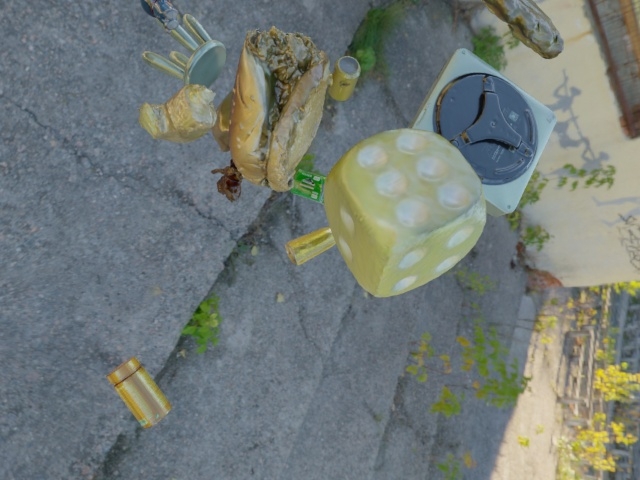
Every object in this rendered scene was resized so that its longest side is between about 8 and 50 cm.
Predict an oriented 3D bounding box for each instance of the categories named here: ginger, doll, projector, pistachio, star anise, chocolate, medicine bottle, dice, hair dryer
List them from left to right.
[{"bbox_3d":[-0.529,0.443,1.273,0.096,0.096,0.192,-40,98,-42],"label":"medicine bottle"},{"bbox_3d":[-0.465,-0.678,1.259,0.085,0.114,0.152,-29,68,-31],"label":"doll"},{"bbox_3d":[-0.403,-0.358,1.265,0.152,0.267,0.138,19,53,-75],"label":"ginger"},{"bbox_3d":[-0.297,-0.223,1.498,0.111,0.212,0.196,34,20,-31],"label":"star anise"},{"bbox_3d":[-0.297,-0.446,1.573,0.162,0.212,0.261,28,66,-27],"label":"pistachio"},{"bbox_3d":[-0.012,-0.550,1.461,0.278,0.135,0.090,1,74,-10],"label":"hair dryer"},{"bbox_3d":[0.000,0.000,1.352,0.219,0.085,0.086,-26,102,-16],"label":"chocolate"},{"bbox_3d":[0.110,-0.037,0.607,0.166,0.169,0.169,-23,61,-14],"label":"dice"},{"bbox_3d":[0.322,-0.219,0.871,0.259,0.079,0.257,32,76,-7],"label":"projector"}]

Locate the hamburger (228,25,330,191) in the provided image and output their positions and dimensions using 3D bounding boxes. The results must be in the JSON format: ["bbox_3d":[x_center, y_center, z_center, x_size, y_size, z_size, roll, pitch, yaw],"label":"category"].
[{"bbox_3d":[-0.073,-0.211,0.722,0.146,0.286,0.243,14,67,-3],"label":"hamburger"}]

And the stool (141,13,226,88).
[{"bbox_3d":[-0.449,-0.630,1.465,0.198,0.195,0.195,39,32,6],"label":"stool"}]

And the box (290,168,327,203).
[{"bbox_3d":[0.023,-0.191,1.719,0.250,0.180,0.103,16,95,-53],"label":"box"}]

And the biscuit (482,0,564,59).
[{"bbox_3d":[0.413,-0.534,0.977,0.335,0.078,0.329,41,35,0],"label":"biscuit"}]
